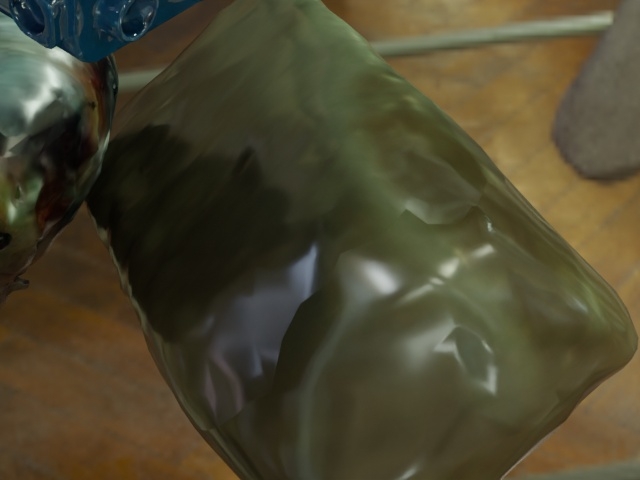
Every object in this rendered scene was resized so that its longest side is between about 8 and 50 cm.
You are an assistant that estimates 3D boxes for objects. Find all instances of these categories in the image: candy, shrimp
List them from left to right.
[{"bbox_3d":[-0.174,-0.055,0.590,0.137,0.172,0.372,-52,27,-16],"label":"shrimp"},{"bbox_3d":[0.000,0.000,0.511,0.104,0.102,0.234,-46,21,4],"label":"candy"}]

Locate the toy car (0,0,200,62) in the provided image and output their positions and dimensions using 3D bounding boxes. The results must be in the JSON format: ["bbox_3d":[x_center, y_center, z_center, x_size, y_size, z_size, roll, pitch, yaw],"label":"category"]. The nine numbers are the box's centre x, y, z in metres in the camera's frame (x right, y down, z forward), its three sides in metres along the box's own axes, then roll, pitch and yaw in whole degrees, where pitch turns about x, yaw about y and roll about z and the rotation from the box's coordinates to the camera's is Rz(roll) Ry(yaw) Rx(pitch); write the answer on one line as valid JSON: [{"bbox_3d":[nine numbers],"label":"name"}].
[{"bbox_3d":[-0.023,-0.118,0.325,0.100,0.191,0.097,32,49,25],"label":"toy car"}]
